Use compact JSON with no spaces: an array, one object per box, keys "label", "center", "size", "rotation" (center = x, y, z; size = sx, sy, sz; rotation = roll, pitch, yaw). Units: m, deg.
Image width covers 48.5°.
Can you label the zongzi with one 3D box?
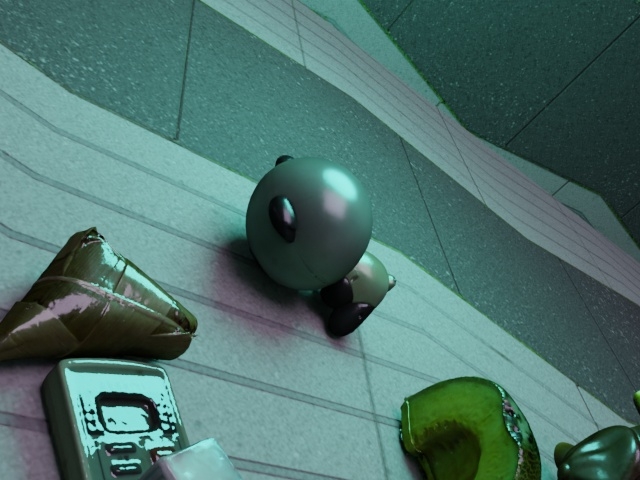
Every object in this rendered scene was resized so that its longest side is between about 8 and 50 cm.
[{"label":"zongzi","center":[-0.205,0.091,0.656],"size":[0.160,0.078,0.176],"rotation":[38,36,-14]}]

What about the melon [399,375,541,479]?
[{"label":"melon","center":[0.202,0.280,0.850],"size":[0.129,0.169,0.265],"rotation":[35,28,-21]}]

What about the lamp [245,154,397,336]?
[{"label":"lamp","center":[0.000,0.000,0.995],"size":[0.244,0.197,0.198],"rotation":[58,17,-28]}]

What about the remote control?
[{"label":"remote control","center":[-0.140,0.223,0.579],"size":[0.123,0.038,0.285],"rotation":[16,37,-46]}]

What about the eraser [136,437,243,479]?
[{"label":"eraser","center":[-0.113,0.216,0.409],"size":[0.095,0.225,0.052],"rotation":[52,26,17]}]

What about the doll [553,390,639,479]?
[{"label":"doll","center":[0.501,0.418,1.032],"size":[0.340,0.209,0.318],"rotation":[48,32,2]}]
